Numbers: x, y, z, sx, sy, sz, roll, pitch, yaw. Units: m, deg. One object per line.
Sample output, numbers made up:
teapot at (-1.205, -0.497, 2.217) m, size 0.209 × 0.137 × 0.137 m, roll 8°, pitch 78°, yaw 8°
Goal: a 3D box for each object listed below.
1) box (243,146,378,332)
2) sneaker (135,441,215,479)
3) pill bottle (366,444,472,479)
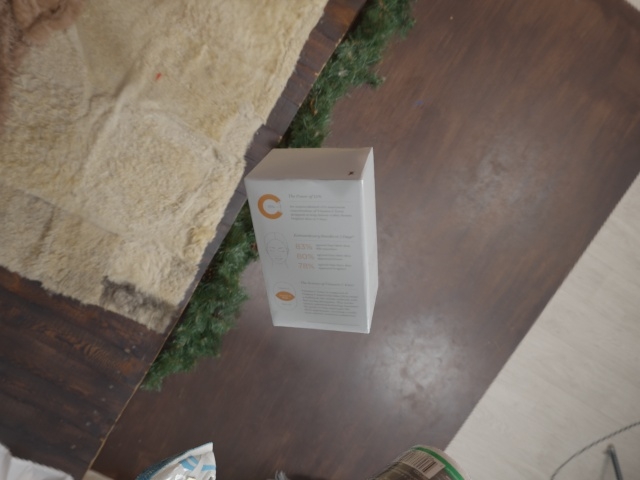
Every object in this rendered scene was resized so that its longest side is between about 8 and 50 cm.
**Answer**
box at (0.000, 0.000, 0.871) m, size 0.215 × 0.168 × 0.345 m, roll 2°, pitch 121°, yaw 14°
sneaker at (-0.308, 0.522, 0.943) m, size 0.088 × 0.229 × 0.092 m, roll -24°, pitch 70°, yaw 17°
pill bottle at (0.109, 0.538, 0.738) m, size 0.361 × 0.204 × 0.204 m, roll -16°, pitch 102°, yaw -35°
